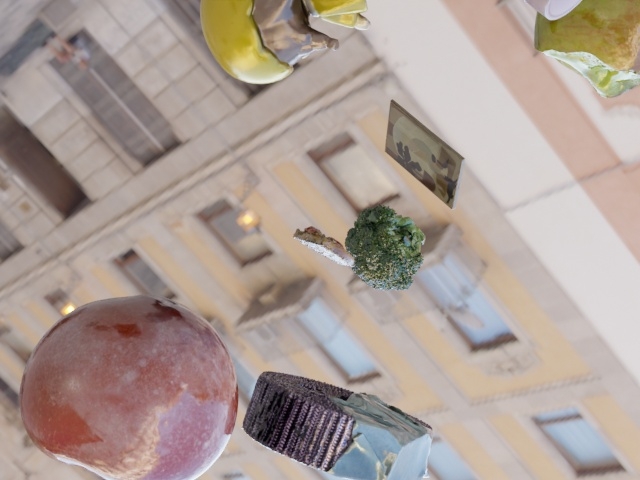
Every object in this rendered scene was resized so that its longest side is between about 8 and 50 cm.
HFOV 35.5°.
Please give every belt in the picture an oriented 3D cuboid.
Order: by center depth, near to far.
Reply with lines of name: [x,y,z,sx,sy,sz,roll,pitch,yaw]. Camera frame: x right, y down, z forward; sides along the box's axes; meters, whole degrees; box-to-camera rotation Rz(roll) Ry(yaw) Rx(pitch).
belt: [0.027,0.280,1.511,0.260,0.325,0.122,19,-93,33]

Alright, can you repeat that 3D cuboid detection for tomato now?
tomato: [-0.232,0.180,1.259,0.270,0.270,0.227,-157,-98,-73]

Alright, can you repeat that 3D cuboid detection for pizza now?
pizza: [0.010,0.004,1.396,0.029,0.100,0.099,-63,180,-6]

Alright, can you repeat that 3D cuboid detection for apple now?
apple: [0.501,-0.380,1.814,0.226,0.246,0.246,7,-151,8]

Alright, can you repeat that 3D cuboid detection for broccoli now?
broccoli: [0.131,0.016,2.059,0.156,0.195,0.195,-49,-163,-21]

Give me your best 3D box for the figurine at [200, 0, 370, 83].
figurine: [-0.042,-0.415,1.734,0.344,0.215,0.187,-27,-164,4]

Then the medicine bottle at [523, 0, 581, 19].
medicine bottle: [0.265,-0.428,1.389,0.133,0.249,0.133,-37,159,-17]

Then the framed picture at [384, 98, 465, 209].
framed picture: [0.195,-0.164,1.913,0.010,0.201,0.136,-31,147,-25]
